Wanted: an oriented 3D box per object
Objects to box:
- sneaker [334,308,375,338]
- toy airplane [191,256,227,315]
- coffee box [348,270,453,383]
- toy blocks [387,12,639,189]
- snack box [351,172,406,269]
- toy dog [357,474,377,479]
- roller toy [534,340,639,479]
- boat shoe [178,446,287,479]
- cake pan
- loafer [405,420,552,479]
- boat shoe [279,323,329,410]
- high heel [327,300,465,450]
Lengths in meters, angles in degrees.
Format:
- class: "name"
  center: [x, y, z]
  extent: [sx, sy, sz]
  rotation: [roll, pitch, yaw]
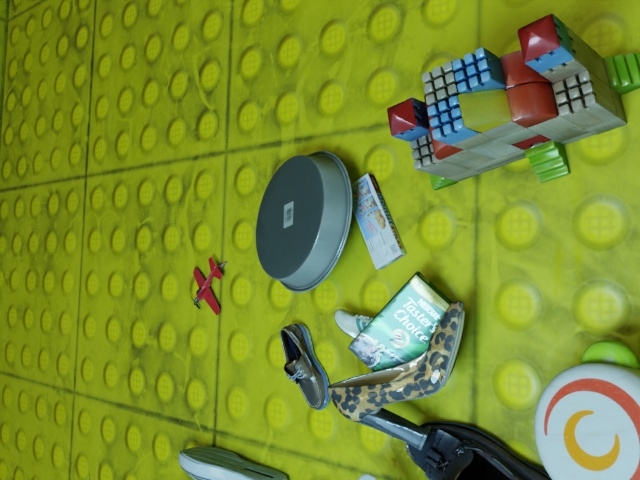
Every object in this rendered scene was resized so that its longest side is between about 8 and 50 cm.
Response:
- class: "sneaker"
  center: [0.100, 0.159, 1.181]
  extent: [0.161, 0.057, 0.075]
  rotation: [36, 107, 33]
- class: "toy airplane"
  center: [-0.270, 0.104, 1.525]
  extent: [0.151, 0.028, 0.151]
  rotation: [-6, 81, 42]
- class: "coffee box"
  center: [0.147, 0.156, 1.099]
  extent: [0.113, 0.040, 0.184]
  rotation: [44, 104, 7]
- class: "toy blocks"
  center: [0.256, -0.192, 0.938]
  extent: [0.381, 0.261, 0.190]
  rotation: [-18, 74, 39]
- class: "snack box"
  center: [0.104, -0.038, 1.215]
  extent: [0.064, 0.022, 0.178]
  rotation: [-35, 64, 35]
- class: "toy dog"
  center: [0.102, 0.492, 1.085]
  extent: [0.334, 0.220, 0.161]
  rotation: [-8, 36, 35]
- class: "roller toy"
  center: [0.401, 0.260, 0.845]
  extent: [0.191, 0.146, 0.209]
  rotation: [53, 123, 43]
- class: "boat shoe"
  center: [-0.200, 0.526, 1.376]
  extent: [0.302, 0.109, 0.094]
  rotation: [4, 91, 39]
- class: "cake pan"
  center: [-0.045, -0.043, 1.275]
  extent: [0.293, 0.054, 0.293]
  rotation: [-23, 61, 51]
- class: "loafer"
  center: [0.253, 0.369, 0.998]
  extent: [0.303, 0.095, 0.109]
  rotation: [15, 96, 41]
- class: "boat shoe"
  center: [-0.041, 0.258, 1.285]
  extent: [0.066, 0.066, 0.183]
  rotation: [-39, 62, 32]
- class: "high heel"
  center: [0.122, 0.196, 1.046]
  extent: [0.186, 0.093, 0.261]
  rotation: [21, 100, 17]
